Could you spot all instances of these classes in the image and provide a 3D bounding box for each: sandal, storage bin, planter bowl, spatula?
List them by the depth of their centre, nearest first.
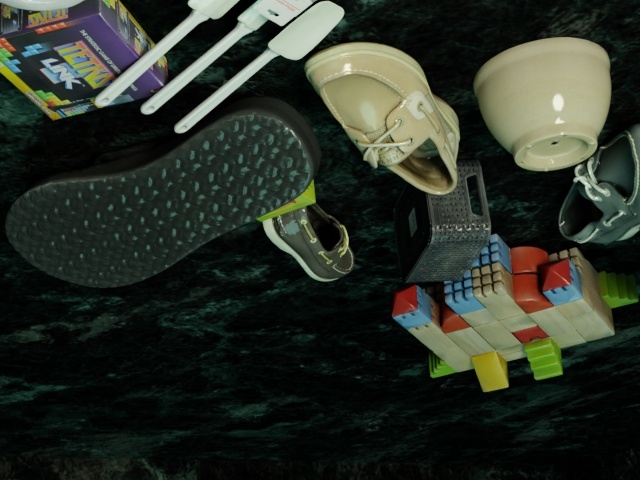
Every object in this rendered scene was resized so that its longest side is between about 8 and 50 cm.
[{"bbox_3d":[-0.107,-0.193,1.247,0.242,0.019,0.168,-37,151,25],"label":"spatula"},{"bbox_3d":[0.266,-0.149,1.399,0.162,0.109,0.162,-4,157,-2],"label":"planter bowl"},{"bbox_3d":[-0.189,-0.058,1.460,0.445,0.107,0.168,-18,116,26],"label":"sandal"},{"bbox_3d":[0.164,-0.025,1.654,0.084,0.122,0.180,-2,157,-10],"label":"storage bin"}]

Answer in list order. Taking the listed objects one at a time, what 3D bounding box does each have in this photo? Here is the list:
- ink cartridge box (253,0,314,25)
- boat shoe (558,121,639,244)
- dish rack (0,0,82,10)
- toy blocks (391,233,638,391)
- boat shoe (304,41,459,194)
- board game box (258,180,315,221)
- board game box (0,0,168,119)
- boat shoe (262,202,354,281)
[{"bbox_3d":[-0.025,-0.250,1.164,0.083,0.028,0.048,-34,146,26],"label":"ink cartridge box"},{"bbox_3d":[0.393,-0.067,1.623,0.099,0.116,0.319,-10,163,-1],"label":"boat shoe"},{"bbox_3d":[-0.217,-0.313,0.929,0.332,0.072,0.285,-22,154,33],"label":"dish rack"},{"bbox_3d":[0.293,0.094,1.948,0.381,0.191,0.261,-17,144,26],"label":"toy blocks"},{"bbox_3d":[0.085,-0.136,1.395,0.109,0.098,0.302,-17,155,25],"label":"boat shoe"},{"bbox_3d":[-0.094,-0.081,1.556,0.092,0.043,0.181,-19,154,28],"label":"board game box"},{"bbox_3d":[-0.255,-0.194,1.238,0.141,0.048,0.170,-11,157,14],"label":"board game box"},{"bbox_3d":[0.000,0.000,1.726,0.068,0.081,0.227,-12,155,25],"label":"boat shoe"}]
